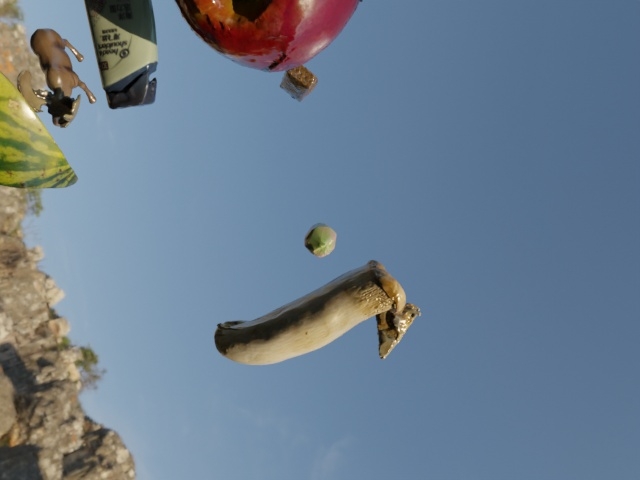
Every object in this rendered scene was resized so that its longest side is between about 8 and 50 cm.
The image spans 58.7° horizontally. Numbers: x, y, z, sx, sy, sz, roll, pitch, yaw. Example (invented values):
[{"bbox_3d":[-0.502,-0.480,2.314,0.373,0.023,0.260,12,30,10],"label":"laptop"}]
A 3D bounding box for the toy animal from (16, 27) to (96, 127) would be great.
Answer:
[{"bbox_3d":[-0.477,-0.285,1.023,0.186,0.093,0.214,119,-50,-83],"label":"toy animal"}]

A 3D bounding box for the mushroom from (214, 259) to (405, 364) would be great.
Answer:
[{"bbox_3d":[-0.022,0.138,1.011,0.095,0.351,0.123,64,8,-47],"label":"mushroom"}]

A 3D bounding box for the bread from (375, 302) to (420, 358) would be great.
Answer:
[{"bbox_3d":[0.165,0.218,1.417,0.127,0.147,0.152,22,-100,11],"label":"bread"}]

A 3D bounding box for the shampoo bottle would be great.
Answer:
[{"bbox_3d":[-0.400,-0.452,1.140,0.134,0.078,0.360,-6,-78,10],"label":"shampoo bottle"}]

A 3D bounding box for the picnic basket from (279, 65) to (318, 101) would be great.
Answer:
[{"bbox_3d":[-0.076,-0.511,1.845,0.110,0.055,0.193,36,-6,-9],"label":"picnic basket"}]

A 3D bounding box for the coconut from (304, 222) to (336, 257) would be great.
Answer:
[{"bbox_3d":[0.000,0.000,1.440,0.081,0.083,0.082,-111,-165,-70],"label":"coconut"}]

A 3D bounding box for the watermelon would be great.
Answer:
[{"bbox_3d":[-0.470,-0.167,0.723,0.303,0.128,0.159,41,-19,-3],"label":"watermelon"}]

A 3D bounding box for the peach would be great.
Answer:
[{"bbox_3d":[-0.099,-0.502,1.041,0.353,0.416,0.339,-22,-61,28],"label":"peach"}]
